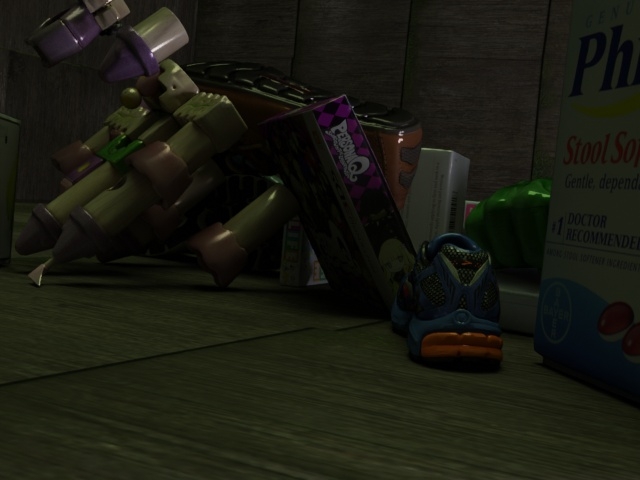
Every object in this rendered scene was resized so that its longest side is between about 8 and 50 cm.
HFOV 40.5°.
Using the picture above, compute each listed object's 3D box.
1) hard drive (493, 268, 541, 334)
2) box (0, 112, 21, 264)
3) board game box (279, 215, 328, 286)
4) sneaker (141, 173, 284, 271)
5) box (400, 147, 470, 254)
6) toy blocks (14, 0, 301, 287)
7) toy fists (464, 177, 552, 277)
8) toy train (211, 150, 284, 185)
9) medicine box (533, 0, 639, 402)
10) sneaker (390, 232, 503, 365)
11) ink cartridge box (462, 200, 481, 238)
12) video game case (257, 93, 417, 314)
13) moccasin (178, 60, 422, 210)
[{"bbox_3d":[0.310,0.053,0.792,0.353,0.047,0.233,7,13,38],"label":"hard drive"},{"bbox_3d":[-0.479,-0.063,0.924,0.290,0.169,0.087,3,1,0],"label":"box"},{"bbox_3d":[0.000,0.000,1.063,0.026,0.103,0.154,6,4,25],"label":"board game box"},{"bbox_3d":[-0.119,-0.030,1.220,0.330,0.130,0.147,7,6,34],"label":"sneaker"},{"bbox_3d":[0.134,-0.036,1.221,0.119,0.181,0.182,6,3,17],"label":"box"},{"bbox_3d":[-0.240,-0.082,0.946,0.260,0.309,0.288,-40,27,-14],"label":"toy blocks"},{"bbox_3d":[0.266,-0.010,0.760,0.279,0.096,0.142,4,4,32],"label":"toy fists"},{"bbox_3d":[-0.149,-0.097,1.412,0.334,0.142,0.190,37,4,3],"label":"toy train"},{"bbox_3d":[0.263,-0.043,0.510,0.149,0.289,0.263,4,3,-13],"label":"medicine box"},{"bbox_3d":[0.102,0.037,0.670,0.083,0.087,0.221,5,3,-3],"label":"sneaker"},{"bbox_3d":[0.384,0.006,1.431,0.311,0.065,0.186,8,-19,15],"label":"ink cartridge box"},{"bbox_3d":[0.018,-0.036,0.875,0.041,0.210,0.232,-26,11,-13],"label":"video game case"},{"bbox_3d":[-0.053,-0.135,1.099,0.380,0.147,0.139,20,26,20],"label":"moccasin"}]
